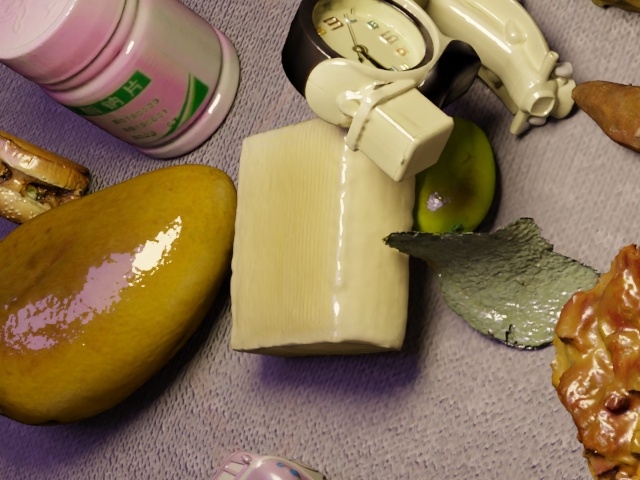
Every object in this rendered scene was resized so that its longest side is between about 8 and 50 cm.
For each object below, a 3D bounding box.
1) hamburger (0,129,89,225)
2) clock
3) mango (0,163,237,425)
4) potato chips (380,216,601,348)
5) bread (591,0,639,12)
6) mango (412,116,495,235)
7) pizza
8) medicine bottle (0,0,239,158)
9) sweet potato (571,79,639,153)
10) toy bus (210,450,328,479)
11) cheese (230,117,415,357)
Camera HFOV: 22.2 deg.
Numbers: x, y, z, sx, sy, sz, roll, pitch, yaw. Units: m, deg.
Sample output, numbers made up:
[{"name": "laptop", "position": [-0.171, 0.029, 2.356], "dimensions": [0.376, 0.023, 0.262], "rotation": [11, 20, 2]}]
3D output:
[{"name": "hamburger", "position": [-0.430, -0.087, 2.316], "dimensions": [0.182, 0.191, 0.118], "rotation": [22, 86, 35]}, {"name": "clock", "position": [0.136, -0.212, 1.884], "dimensions": [0.276, 0.379, 0.120], "rotation": [45, 137, 21]}, {"name": "mango", "position": [-0.283, 0.061, 2.125], "dimensions": [0.445, 0.220, 0.301], "rotation": [-37, 44, 6]}, {"name": "potato chips", "position": [0.182, 0.032, 1.797], "dimensions": [0.167, 0.228, 0.059], "rotation": [-39, 19, 40]}, {"name": "bread", "position": [0.327, -0.382, 1.837], "dimensions": [0.238, 0.252, 0.196], "rotation": [37, 89, 38]}, {"name": "mango", "position": [0.151, -0.072, 1.921], "dimensions": [0.117, 0.089, 0.163], "rotation": [-2, 66, 47]}, {"name": "pizza", "position": [0.343, 0.117, 1.633], "dimensions": [0.278, 0.114, 0.409], "rotation": [36, 106, 50]}, {"name": "medicine bottle", "position": [-0.282, -0.263, 2.195], "dimensions": [0.212, 0.325, 0.212], "rotation": [-16, 60, 30]}, {"name": "sweet potato", "position": [0.385, -0.131, 1.767], "dimensions": [0.292, 0.097, 0.097], "rotation": [11, 76, 41]}, {"name": "toy bus", "position": [-0.073, 0.339, 1.865], "dimensions": [0.202, 0.142, 0.142], "rotation": [-52, 48, 7]}, {"name": "cheese", "position": [0.000, 0.000, 1.928], "dimensions": [0.242, 0.124, 0.265], "rotation": [-7, 76, 50]}]
